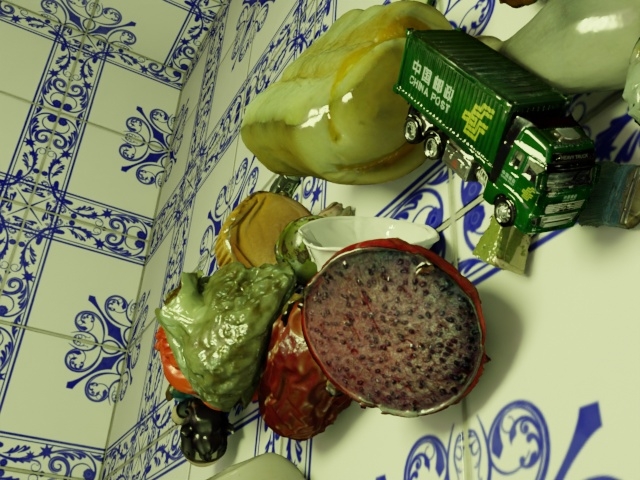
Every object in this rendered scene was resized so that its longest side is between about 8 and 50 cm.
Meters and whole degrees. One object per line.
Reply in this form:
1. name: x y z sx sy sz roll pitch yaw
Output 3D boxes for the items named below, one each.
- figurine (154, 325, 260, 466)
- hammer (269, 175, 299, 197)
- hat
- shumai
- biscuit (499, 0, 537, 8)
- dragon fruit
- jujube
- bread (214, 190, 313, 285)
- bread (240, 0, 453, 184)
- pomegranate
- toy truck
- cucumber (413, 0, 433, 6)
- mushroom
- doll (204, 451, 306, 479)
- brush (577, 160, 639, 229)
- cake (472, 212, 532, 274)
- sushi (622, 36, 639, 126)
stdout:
1. figurine: -0.223 0.264 1.400 0.306 0.241 0.411 -89 17 -54
2. hammer: -0.077 0.007 1.464 0.111 0.044 0.365 -52 31 38
3. hat: 0.066 0.043 0.972 0.203 0.203 0.126 -144 50 -66
4. shumai: -0.162 0.124 1.120 0.255 0.218 0.189 -62 -18 -23
5. biscuit: 0.309 -0.418 0.818 0.317 0.040 0.318 -59 11 19
6. dragon fruit: 0.099 0.087 0.848 0.224 0.218 0.148 -33 3 29
7. jujube: -0.014 0.194 1.049 0.155 0.155 0.230 -103 28 -52
8. bread: -0.103 0.010 1.327 0.104 0.199 0.199 136 145 -56
9. bread: 0.071 -0.210 1.081 0.300 0.210 0.341 -53 26 -14
10. pomegranate: -0.012 -0.001 1.210 0.138 0.126 0.163 130 152 -67
11. toy truck: 0.178 -0.120 0.743 0.259 0.088 0.121 53 143 42
12. cucumber: 0.168 -0.391 1.214 0.107 0.035 0.067 -58 35 12
13. mushroom: 0.274 -0.217 0.767 0.159 0.122 0.329 -40 14 -22
14. doll: -0.116 0.451 1.067 0.251 0.221 0.221 -32 36 15
15. brush: 0.309 -0.037 0.640 0.196 0.021 0.070 18 92 67
16. cake: 0.220 -0.032 0.799 0.055 0.051 0.139 7 78 69
17. sushi: 0.340 -0.161 0.542 0.212 0.115 0.147 -57 30 28
